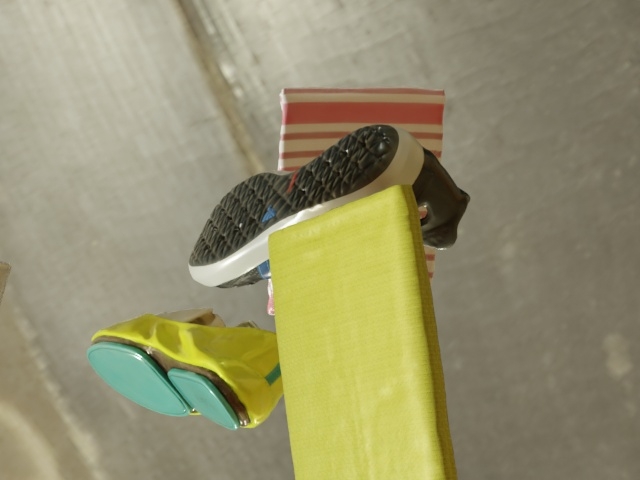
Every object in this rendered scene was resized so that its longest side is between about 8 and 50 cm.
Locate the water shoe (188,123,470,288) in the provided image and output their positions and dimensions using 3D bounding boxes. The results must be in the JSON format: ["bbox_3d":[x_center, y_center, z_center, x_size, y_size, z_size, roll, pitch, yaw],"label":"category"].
[{"bbox_3d":[0.000,0.000,0.980,0.080,0.073,0.203,38,147,-23],"label":"water shoe"}]

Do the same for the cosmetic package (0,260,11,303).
[{"bbox_3d":[-0.322,0.159,0.841,0.217,0.156,0.385,20,93,19],"label":"cosmetic package"}]

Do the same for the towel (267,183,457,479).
[{"bbox_3d":[0.026,0.103,0.660,0.102,0.021,0.237,-18,77,54],"label":"towel"}]

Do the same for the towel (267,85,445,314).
[{"bbox_3d":[0.028,-0.033,1.425,0.029,0.144,0.197,-142,54,-67],"label":"towel"}]

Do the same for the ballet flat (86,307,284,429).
[{"bbox_3d":[-0.084,0.083,1.190,0.077,0.077,0.231,55,157,-20],"label":"ballet flat"}]
